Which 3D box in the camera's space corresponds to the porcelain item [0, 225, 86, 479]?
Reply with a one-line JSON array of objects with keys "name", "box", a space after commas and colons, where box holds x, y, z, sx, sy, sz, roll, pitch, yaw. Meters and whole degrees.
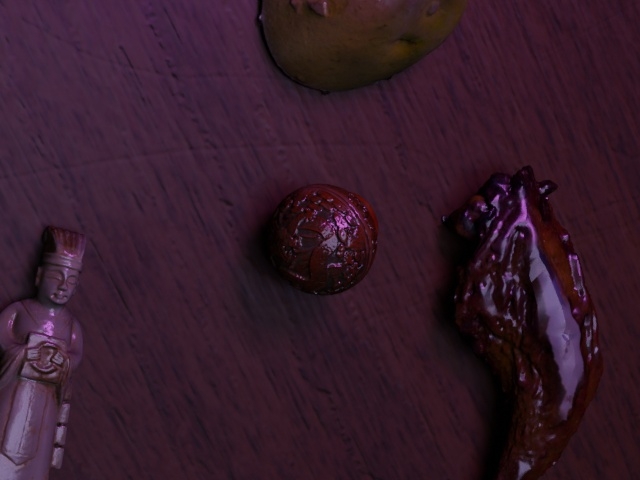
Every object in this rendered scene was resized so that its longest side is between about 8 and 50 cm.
[{"name": "porcelain item", "box": [-0.231, 0.095, 1.141, 0.084, 0.054, 0.213, 16, 87, -26]}]

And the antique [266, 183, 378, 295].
[{"name": "antique", "box": [0.000, 0.000, 1.211, 0.104, 0.104, 0.104, -2, 96, -24]}]

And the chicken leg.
[{"name": "chicken leg", "box": [0.191, 0.133, 1.313, 0.157, 0.096, 0.407, 2, 96, -20]}]

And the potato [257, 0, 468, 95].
[{"name": "potato", "box": [0.053, -0.223, 1.208, 0.202, 0.117, 0.182, -27, 108, -20]}]
